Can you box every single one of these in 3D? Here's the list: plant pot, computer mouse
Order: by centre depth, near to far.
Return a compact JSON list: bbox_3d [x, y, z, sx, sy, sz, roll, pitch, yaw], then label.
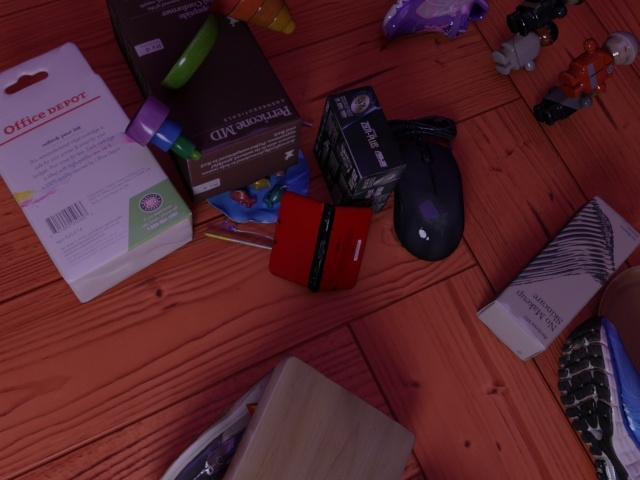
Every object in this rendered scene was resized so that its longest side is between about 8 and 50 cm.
[{"bbox_3d":[0.567,0.156,1.150,0.236,0.032,0.236,3,70,-8],"label":"plant pot"},{"bbox_3d":[0.172,-0.101,1.171,0.188,0.072,0.272,-5,70,-11],"label":"computer mouse"}]

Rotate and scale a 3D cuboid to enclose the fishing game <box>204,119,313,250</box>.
[{"bbox_3d":[-0.108,-0.116,1.156,0.189,0.041,0.264,17,68,-4],"label":"fishing game"}]

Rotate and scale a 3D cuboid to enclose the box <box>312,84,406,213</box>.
[{"bbox_3d":[0.057,-0.134,1.109,0.077,0.180,0.147,-17,72,-14],"label":"box"}]

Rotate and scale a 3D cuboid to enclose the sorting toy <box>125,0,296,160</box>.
[{"bbox_3d":[-0.140,-0.263,1.018,0.126,0.127,0.366,35,66,-20],"label":"sorting toy"}]

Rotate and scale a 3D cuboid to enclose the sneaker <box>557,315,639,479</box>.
[{"bbox_3d":[0.476,0.274,1.055,0.147,0.130,0.330,-12,80,-18],"label":"sneaker"}]

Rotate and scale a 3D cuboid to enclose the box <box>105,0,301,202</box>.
[{"bbox_3d":[-0.198,-0.271,1.130,0.191,0.143,0.381,-23,70,-16],"label":"box"}]

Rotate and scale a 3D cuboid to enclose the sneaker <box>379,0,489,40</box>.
[{"bbox_3d":[0.222,-0.423,1.292,0.236,0.095,0.105,-29,83,-18],"label":"sneaker"}]

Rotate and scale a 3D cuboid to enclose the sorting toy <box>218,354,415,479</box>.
[{"bbox_3d":[-0.026,0.321,0.923,0.255,0.089,0.257,38,65,-28],"label":"sorting toy"}]

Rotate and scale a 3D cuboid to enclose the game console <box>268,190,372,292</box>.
[{"bbox_3d":[0.000,0.000,1.096,0.124,0.144,0.085,-2,24,-33],"label":"game console"}]

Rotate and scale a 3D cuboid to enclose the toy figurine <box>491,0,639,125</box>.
[{"bbox_3d":[0.426,-0.333,1.218,0.148,0.209,0.213,-35,77,-6],"label":"toy figurine"}]

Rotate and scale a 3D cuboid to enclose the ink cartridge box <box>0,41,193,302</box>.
[{"bbox_3d":[-0.375,-0.111,1.074,0.207,0.119,0.353,-31,78,-17],"label":"ink cartridge box"}]

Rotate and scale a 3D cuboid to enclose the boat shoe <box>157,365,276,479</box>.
[{"bbox_3d":[-0.123,0.297,0.967,0.092,0.103,0.285,41,64,13],"label":"boat shoe"}]

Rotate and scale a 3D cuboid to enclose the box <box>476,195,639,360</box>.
[{"bbox_3d":[0.391,0.060,1.128,0.113,0.094,0.275,44,70,9],"label":"box"}]
